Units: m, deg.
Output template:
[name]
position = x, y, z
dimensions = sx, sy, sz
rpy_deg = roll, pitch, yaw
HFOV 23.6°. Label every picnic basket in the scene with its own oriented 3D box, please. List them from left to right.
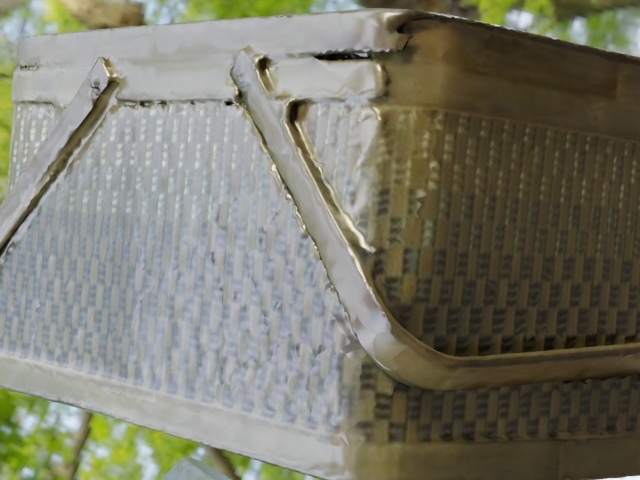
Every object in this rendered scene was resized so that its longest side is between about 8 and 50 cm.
[picnic basket]
position = 0.000, 0.000, 0.570
dimensions = 0.165, 0.267, 0.139
rpy_deg = 5, -90, -41

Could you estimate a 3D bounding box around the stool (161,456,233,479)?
[stool]
position = -0.093, 0.365, 1.159
dimensions = 0.330, 0.297, 0.297
rpy_deg = -57, -29, -7
